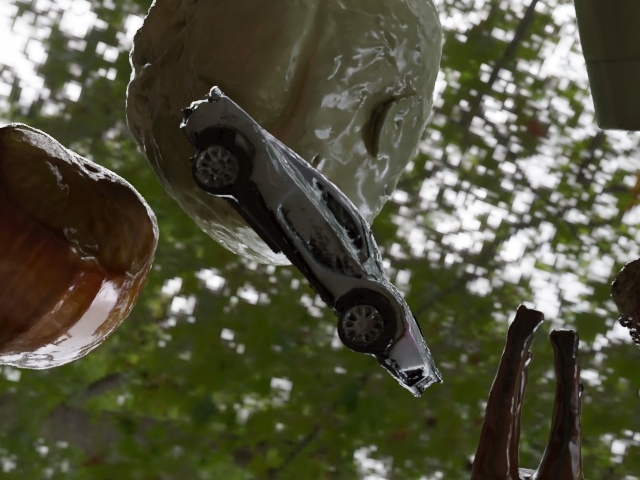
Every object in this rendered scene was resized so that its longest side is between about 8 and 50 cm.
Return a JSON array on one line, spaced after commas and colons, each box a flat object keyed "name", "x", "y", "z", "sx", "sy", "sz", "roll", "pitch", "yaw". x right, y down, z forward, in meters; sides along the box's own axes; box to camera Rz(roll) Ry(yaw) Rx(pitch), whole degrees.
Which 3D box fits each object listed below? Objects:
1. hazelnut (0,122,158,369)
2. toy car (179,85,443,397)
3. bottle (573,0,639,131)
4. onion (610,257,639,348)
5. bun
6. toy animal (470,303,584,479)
[{"name": "hazelnut", "x": -0.184, "y": 0.008, "z": 0.935, "sx": 0.150, "sy": 0.150, "sz": 0.150, "roll": -22, "pitch": -120, "yaw": 45}, {"name": "toy car", "x": 0.000, "y": 0.000, "z": 0.370, "sx": 0.025, "sy": 0.093, "sz": 0.041, "roll": -43, "pitch": -179, "yaw": 3}, {"name": "bottle", "x": 0.143, "y": -0.154, "z": 0.670, "sx": 0.072, "sy": 0.072, "sz": 0.201, "roll": 0, "pitch": -74, "yaw": 51}, {"name": "onion", "x": 0.284, "y": 0.064, "z": 0.966, "sx": 0.195, "sy": 0.272, "sz": 0.272, "roll": 12, "pitch": -96, "yaw": 10}, {"name": "bun", "x": -0.039, "y": -0.099, "z": 0.934, "sx": 0.244, "sy": 0.153, "sz": 0.243, "roll": -30, "pitch": -126, "yaw": 53}, {"name": "toy animal", "x": 0.098, "y": 0.143, "z": 0.730, "sx": 0.066, "sy": 0.224, "sz": 0.229, "roll": 9, "pitch": -113, "yaw": 12}]
